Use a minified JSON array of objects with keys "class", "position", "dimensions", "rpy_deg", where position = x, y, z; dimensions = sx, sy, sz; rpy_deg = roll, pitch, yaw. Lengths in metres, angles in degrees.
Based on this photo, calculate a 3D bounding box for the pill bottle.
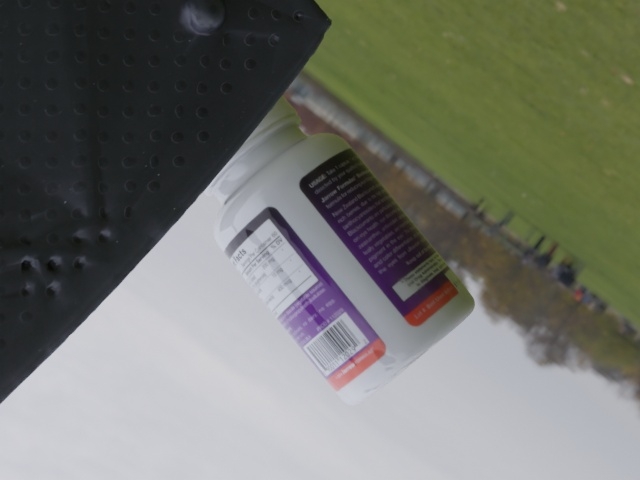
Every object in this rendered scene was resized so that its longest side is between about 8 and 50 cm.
[{"class":"pill bottle","position":[0.000,0.000,0.773],"dimensions":[0.193,0.108,0.108],"rpy_deg":[51,-174,5]}]

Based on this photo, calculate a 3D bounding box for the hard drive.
[{"class":"hard drive","position":[-0.134,-0.039,0.378],"dimensions":[0.172,0.254,0.054],"rpy_deg":[48,166,-23]}]
